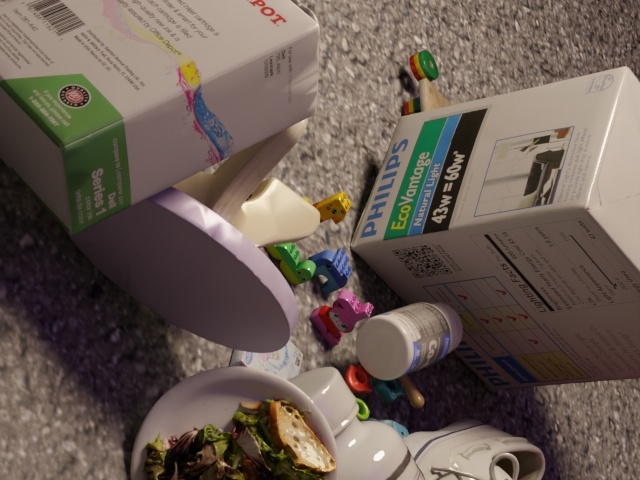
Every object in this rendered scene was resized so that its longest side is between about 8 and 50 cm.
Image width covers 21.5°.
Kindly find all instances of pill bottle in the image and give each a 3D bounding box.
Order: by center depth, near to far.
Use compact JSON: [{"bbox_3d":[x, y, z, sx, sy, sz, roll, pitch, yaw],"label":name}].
[{"bbox_3d":[0.036,0.296,1.721,0.318,0.176,0.176,62,29,-9],"label":"pill bottle"},{"bbox_3d":[0.109,0.116,2.007,0.137,0.078,0.078,-14,82,-54],"label":"pill bottle"}]

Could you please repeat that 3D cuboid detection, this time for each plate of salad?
[{"bbox_3d":[-0.080,0.216,1.591,0.048,0.199,0.200,119,-46,-76],"label":"plate of salad"}]

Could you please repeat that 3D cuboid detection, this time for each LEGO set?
[{"bbox_3d":[0.000,0.000,1.967,0.227,0.093,0.087,56,30,-19],"label":"LEGO set"}]

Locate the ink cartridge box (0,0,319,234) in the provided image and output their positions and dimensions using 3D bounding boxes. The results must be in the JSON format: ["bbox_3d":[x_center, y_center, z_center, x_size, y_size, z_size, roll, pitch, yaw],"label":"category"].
[{"bbox_3d":[-0.166,-0.155,1.547,0.278,0.117,0.201,-28,52,-25],"label":"ink cartridge box"}]

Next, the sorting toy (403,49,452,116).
[{"bbox_3d":[0.168,-0.133,2.397,0.132,0.046,0.274,41,36,-44],"label":"sorting toy"}]

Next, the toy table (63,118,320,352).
[{"bbox_3d":[-0.119,-0.030,1.664,0.274,0.252,0.161,47,50,-33],"label":"toy table"}]

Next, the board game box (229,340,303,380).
[{"bbox_3d":[-0.059,0.131,1.846,0.090,0.020,0.090,50,33,-29],"label":"board game box"}]

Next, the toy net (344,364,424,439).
[{"bbox_3d":[0.072,0.170,2.024,0.122,0.045,0.232,37,35,-19],"label":"toy net"}]

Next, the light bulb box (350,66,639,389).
[{"bbox_3d":[0.301,0.000,2.155,0.358,0.361,0.225,45,52,-34],"label":"light bulb box"}]

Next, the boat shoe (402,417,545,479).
[{"bbox_3d":[0.182,0.299,1.962,0.367,0.156,0.136,-7,106,-64],"label":"boat shoe"}]
